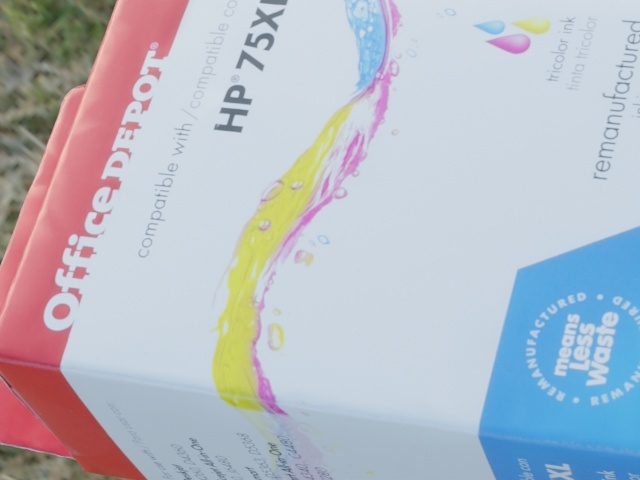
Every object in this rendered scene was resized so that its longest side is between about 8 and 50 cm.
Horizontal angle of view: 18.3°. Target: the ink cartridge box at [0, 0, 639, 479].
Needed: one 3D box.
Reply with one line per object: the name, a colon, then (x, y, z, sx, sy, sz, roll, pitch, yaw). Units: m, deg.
ink cartridge box: (0.000, 0.000, 0.554, 0.231, 0.078, 0.134, 6, 63, 20)
